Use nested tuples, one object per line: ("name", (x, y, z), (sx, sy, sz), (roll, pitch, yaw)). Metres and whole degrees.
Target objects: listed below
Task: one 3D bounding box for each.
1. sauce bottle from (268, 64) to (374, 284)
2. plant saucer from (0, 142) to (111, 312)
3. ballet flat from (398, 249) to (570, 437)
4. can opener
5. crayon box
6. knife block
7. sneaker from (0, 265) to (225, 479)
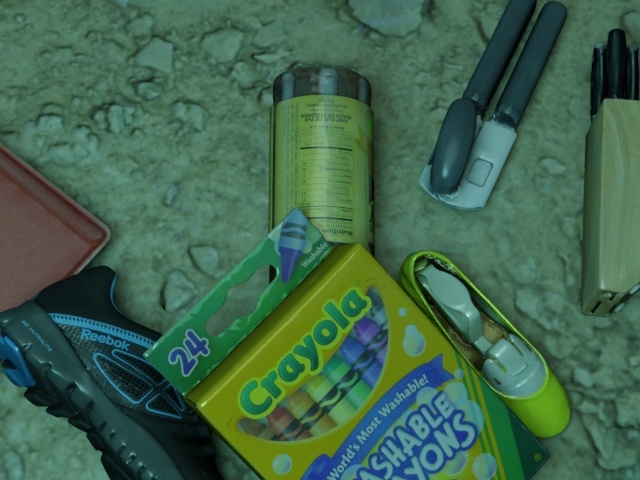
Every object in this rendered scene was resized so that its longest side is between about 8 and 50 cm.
("sauce bottle", (0.000, 0.000, 1.007), (0.111, 0.111, 0.344), (1, 78, 2))
("plant saucer", (-0.392, 0.020, 1.048), (0.259, 0.048, 0.258), (36, 74, 15))
("ballet flat", (0.159, 0.098, 0.983), (0.077, 0.077, 0.231), (-37, 72, -12))
("can opener", (0.191, -0.161, 1.072), (0.076, 0.095, 0.283), (24, 72, 10))
("crayon box", (0.027, 0.150, 0.896), (0.203, 0.083, 0.323), (-45, 99, -14))
("knife block", (0.316, -0.090, 1.046), (0.276, 0.088, 0.242), (-37, 71, -11))
("sneaker", (-0.157, 0.164, 0.945), (0.341, 0.125, 0.140), (47, 57, 8))
